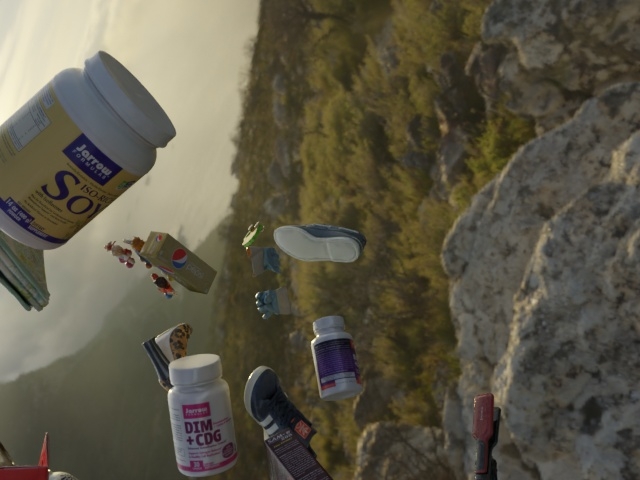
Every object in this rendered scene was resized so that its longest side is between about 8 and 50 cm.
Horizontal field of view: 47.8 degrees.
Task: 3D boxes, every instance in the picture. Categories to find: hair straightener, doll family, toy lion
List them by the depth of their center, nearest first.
[{"bbox_3d":[0.314,0.394,1.322,0.047,0.089,0.230,-19,32,23],"label":"hair straightener"},{"bbox_3d":[-0.510,0.054,2.150,0.118,0.263,0.163,-54,-7,-14],"label":"doll family"},{"bbox_3d":[-0.237,-0.015,2.483,0.096,0.034,0.100,-55,17,-22],"label":"toy lion"}]

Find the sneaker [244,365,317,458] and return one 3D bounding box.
[{"bbox_3d":[-0.091,0.480,1.941,0.148,0.350,0.131,13,47,35],"label":"sneaker"}]

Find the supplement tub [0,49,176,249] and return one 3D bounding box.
[{"bbox_3d":[-0.460,-0.167,1.346,0.331,0.241,0.241,-39,31,7],"label":"supplement tub"}]

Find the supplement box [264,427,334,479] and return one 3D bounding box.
[{"bbox_3d":[-0.030,0.536,1.568,0.239,0.073,0.130,38,141,45],"label":"supplement box"}]

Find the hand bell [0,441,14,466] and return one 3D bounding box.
[{"bbox_3d":[-0.738,0.465,1.401,0.242,0.126,0.126,-36,8,-24],"label":"hand bell"}]

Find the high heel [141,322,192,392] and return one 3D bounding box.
[{"bbox_3d":[-0.402,0.342,2.074,0.093,0.186,0.261,-31,-2,17],"label":"high heel"}]

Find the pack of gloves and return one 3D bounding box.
[{"bbox_3d":[-0.153,0.116,1.972,0.232,0.046,0.195,5,-104,-73],"label":"pack of gloves"}]

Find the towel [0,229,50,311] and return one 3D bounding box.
[{"bbox_3d":[-0.897,-0.008,2.038,0.320,0.090,0.375,57,171,47],"label":"towel"}]

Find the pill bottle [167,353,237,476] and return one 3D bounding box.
[{"bbox_3d":[-0.310,0.450,1.880,0.160,0.160,0.283,-170,72,-68],"label":"pill bottle"}]

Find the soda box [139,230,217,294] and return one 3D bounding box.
[{"bbox_3d":[-0.311,0.051,1.595,0.058,0.181,0.061,6,64,37],"label":"soda box"}]

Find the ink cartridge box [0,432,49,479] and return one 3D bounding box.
[{"bbox_3d":[-0.386,0.373,0.900,0.134,0.078,0.231,121,145,-45],"label":"ink cartridge box"}]

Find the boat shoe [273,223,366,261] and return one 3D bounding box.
[{"bbox_3d":[0.000,0.000,2.335,0.099,0.319,0.116,-43,-47,-49],"label":"boat shoe"}]

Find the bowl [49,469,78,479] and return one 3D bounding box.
[{"bbox_3d":[-0.636,0.583,1.661,0.080,0.170,0.170,58,150,-1],"label":"bowl"}]

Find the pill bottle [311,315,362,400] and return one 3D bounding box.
[{"bbox_3d":[0.036,0.292,1.798,0.108,0.108,0.194,-44,51,53],"label":"pill bottle"}]
